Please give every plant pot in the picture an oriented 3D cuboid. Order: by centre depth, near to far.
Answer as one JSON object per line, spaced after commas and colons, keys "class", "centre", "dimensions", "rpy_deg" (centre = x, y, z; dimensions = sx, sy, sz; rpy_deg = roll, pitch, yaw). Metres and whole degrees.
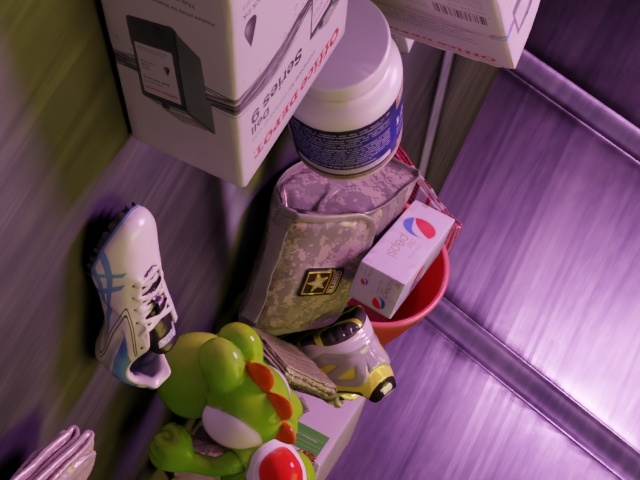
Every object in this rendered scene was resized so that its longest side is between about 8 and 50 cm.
{"class": "plant pot", "centre": [0.069, 0.085, 1.727], "dimensions": [0.275, 0.275, 0.243], "rpy_deg": [-58, 177, -32]}

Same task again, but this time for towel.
{"class": "towel", "centre": [-0.310, 0.315, 0.897], "dimensions": [0.282, 0.049, 0.187], "rpy_deg": [-64, 170, 27]}
{"class": "towel", "centre": [-0.044, 0.178, 1.351], "dimensions": [0.027, 0.110, 0.148], "rpy_deg": [-51, 142, 6]}
{"class": "towel", "centre": [0.160, -0.030, 1.857], "dimensions": [0.329, 0.037, 0.237], "rpy_deg": [-120, -141, -46]}

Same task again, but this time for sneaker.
{"class": "sneaker", "centre": [-0.175, 0.057, 0.916], "dimensions": [0.085, 0.086, 0.237], "rpy_deg": [-53, 162, -41]}
{"class": "sneaker", "centre": [-0.010, 0.216, 1.567], "dimensions": [0.145, 0.147, 0.384], "rpy_deg": [-34, -175, -23]}

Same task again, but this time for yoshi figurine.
{"class": "yoshi figurine", "centre": [-0.112, 0.254, 1.213], "dimensions": [0.203, 0.203, 0.362], "rpy_deg": [-89, 170, -62]}

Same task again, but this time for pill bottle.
{"class": "pill bottle", "centre": [0.025, -0.184, 1.146], "dimensions": [0.153, 0.153, 0.265], "rpy_deg": [-63, 169, -12]}

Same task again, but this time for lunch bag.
{"class": "lunch bag", "centre": [0.000, 0.000, 1.408], "dimensions": [0.287, 0.169, 0.235], "rpy_deg": [-39, 156, -50]}

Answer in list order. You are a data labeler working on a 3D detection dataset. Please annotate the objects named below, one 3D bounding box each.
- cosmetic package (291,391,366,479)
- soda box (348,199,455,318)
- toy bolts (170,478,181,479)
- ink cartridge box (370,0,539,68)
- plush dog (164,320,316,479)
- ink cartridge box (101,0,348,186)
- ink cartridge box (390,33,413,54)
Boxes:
{"class": "cosmetic package", "centre": [-0.052, 0.395, 1.921], "dimensions": [0.365, 0.197, 0.155], "rpy_deg": [-42, 154, -67]}
{"class": "soda box", "centre": [0.123, 0.023, 1.388], "dimensions": [0.216, 0.074, 0.069], "rpy_deg": [-45, 160, -52]}
{"class": "toy bolts", "centre": [-0.242, 0.479, 1.277], "dimensions": [0.228, 0.218, 0.158], "rpy_deg": [-21, 149, -48]}
{"class": "ink cartridge box", "centre": [0.145, -0.334, 1.141], "dimensions": [0.131, 0.226, 0.306], "rpy_deg": [-69, 165, 2]}
{"class": "plush dog", "centre": [-0.111, 0.252, 1.438], "dimensions": [0.225, 0.210, 0.262], "rpy_deg": [-102, -149, -69]}
{"class": "ink cartridge box", "centre": [-0.065, -0.212, 0.745], "dimensions": [0.211, 0.121, 0.289], "rpy_deg": [-59, 168, -25]}
{"class": "ink cartridge box", "centre": [0.173, -0.408, 1.616], "dimensions": [0.189, 0.066, 0.232], "rpy_deg": [-65, 165, -1]}
